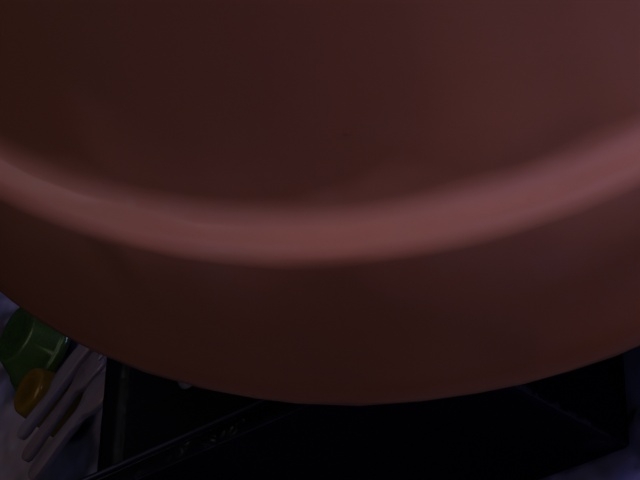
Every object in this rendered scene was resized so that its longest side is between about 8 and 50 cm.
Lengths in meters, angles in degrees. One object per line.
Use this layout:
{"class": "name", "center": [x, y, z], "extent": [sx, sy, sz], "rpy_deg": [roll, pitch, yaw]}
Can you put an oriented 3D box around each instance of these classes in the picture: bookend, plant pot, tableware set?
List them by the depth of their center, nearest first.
{"class": "plant pot", "center": [0.003, -0.139, 0.433], "extent": [0.291, 0.203, 0.291], "rpy_deg": [-6, 56, 9]}
{"class": "bookend", "center": [0.000, 0.000, 0.555], "extent": [0.156, 0.072, 0.157], "rpy_deg": [-26, 49, 38]}
{"class": "tableware set", "center": [-0.056, 0.005, 0.658], "extent": [0.154, 0.024, 0.104], "rpy_deg": [-53, 31, 13]}
